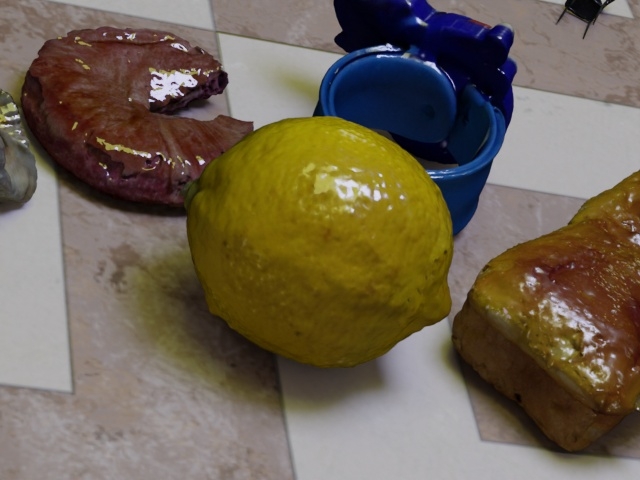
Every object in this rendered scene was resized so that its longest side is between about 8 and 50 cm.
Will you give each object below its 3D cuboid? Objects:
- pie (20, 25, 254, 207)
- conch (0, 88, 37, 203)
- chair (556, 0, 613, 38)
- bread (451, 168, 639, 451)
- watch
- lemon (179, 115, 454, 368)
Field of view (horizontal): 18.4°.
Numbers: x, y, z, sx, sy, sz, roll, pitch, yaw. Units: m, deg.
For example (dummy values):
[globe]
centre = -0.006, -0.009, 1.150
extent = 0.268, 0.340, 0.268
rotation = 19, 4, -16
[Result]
[pie]
centre = -0.153, -0.111, 1.710
extent = 0.204, 0.054, 0.218
rotation = -11, 49, -37
[conch]
centre = -0.316, -0.117, 1.562
extent = 0.245, 0.163, 0.178
rotation = 39, 47, -29
[chair]
centre = 0.286, -0.254, 2.120
extent = 0.042, 0.037, 0.086
rotation = 39, 43, 2
[bread]
centre = 0.278, 0.043, 1.709
extent = 0.185, 0.109, 0.380
rotation = 38, 38, 19
[watch]
centre = 0.070, -0.104, 1.748
extent = 0.196, 0.171, 0.200
rotation = 20, 48, 15
[lemon]
centre = 0.000, 0.000, 1.548
extent = 0.231, 0.192, 0.192
rotation = 25, 38, -1
